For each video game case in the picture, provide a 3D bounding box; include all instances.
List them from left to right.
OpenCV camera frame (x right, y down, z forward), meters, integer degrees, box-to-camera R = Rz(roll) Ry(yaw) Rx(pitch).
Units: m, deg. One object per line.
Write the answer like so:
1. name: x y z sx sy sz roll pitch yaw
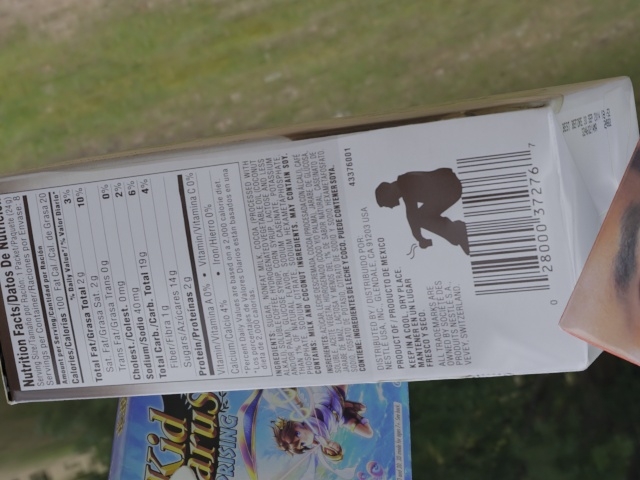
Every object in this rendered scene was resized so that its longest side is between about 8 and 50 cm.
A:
1. video game case: -0.046 0.157 1.178 0.244 0.269 0.061 14 134 -13

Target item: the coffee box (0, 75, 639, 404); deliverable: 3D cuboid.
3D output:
1. coffee box: 0.000 0.000 0.703 0.297 0.118 0.168 -6 -173 25

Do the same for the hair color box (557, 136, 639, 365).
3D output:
1. hair color box: 0.166 0.019 0.404 0.167 0.093 0.053 24 -175 28

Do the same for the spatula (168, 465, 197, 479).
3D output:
1. spatula: -0.042 0.206 0.443 0.019 0.242 0.168 17 115 -31
